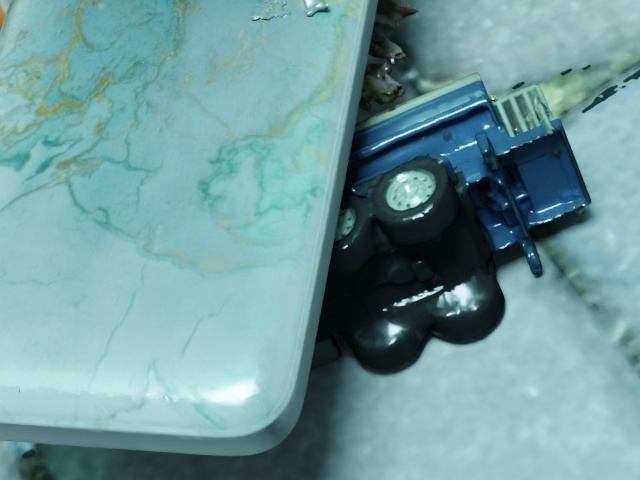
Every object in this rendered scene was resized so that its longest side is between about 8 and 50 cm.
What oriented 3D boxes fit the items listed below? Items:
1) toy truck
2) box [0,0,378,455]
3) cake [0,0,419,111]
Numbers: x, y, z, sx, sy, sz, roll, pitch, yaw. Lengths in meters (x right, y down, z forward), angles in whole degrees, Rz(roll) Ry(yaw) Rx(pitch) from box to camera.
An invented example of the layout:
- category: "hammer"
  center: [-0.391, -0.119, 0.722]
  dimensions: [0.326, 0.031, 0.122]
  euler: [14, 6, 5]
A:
- category: "toy truck"
  center: [0.000, 0.000, 0.650]
  dimensions: [0.202, 0.074, 0.088]
  euler: [-23, 43, 7]
- category: "box"
  center: [-0.055, -0.055, 0.626]
  dimensions: [0.142, 0.044, 0.285]
  euler: [1, 58, 15]
- category: "cake"
  center: [-0.090, -0.101, 0.732]
  dimensions: [0.287, 0.135, 0.098]
  euler: [9, 31, 29]
